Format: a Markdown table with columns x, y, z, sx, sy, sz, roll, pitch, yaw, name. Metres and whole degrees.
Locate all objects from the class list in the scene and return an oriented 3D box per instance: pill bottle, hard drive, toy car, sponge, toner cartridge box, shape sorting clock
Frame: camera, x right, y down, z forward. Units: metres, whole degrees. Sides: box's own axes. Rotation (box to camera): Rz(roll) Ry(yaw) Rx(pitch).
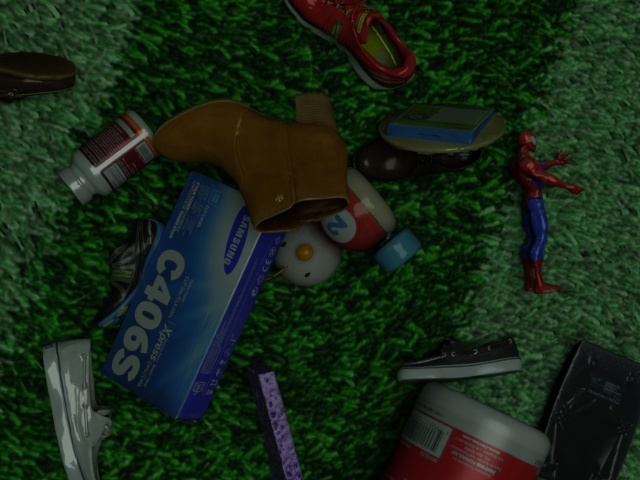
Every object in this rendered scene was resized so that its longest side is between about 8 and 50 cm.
| x | y | z | sx | sy | sz | roll | pitch | yaw | name |
| --- | --- | --- | --- | --- | --- | --- | --- | --- | --- |
| -0.328 | -0.126 | 1.461 | 0.152 | 0.086 | 0.086 | -39 | 99 | -11 | pill bottle |
| 0.480 | 0.320 | 1.688 | 0.172 | 0.054 | 0.255 | 22 | 85 | -13 | hard drive |
| 0.000 | 0.000 | 1.499 | 0.238 | 0.210 | 0.219 | -40 | 89 | 2 | toy car |
| -0.072 | 0.305 | 1.515 | 0.031 | 0.117 | 0.210 | -14 | 94 | -15 | sponge |
| -0.191 | 0.083 | 1.445 | 0.165 | 0.075 | 0.348 | 24 | 90 | 27 | toner cartridge box |
| 0.190 | 0.456 | 1.526 | 0.229 | 0.229 | 0.408 | 27 | 85 | -13 | pill bottle |
| 0.198 | -0.183 | 1.542 | 0.206 | 0.206 | 0.040 | -9 | 115 | -14 | shape sorting clock |

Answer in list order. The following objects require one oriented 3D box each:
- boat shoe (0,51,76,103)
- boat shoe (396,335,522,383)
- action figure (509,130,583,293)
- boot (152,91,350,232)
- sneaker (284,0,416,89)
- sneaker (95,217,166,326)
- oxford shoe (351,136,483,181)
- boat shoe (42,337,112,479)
| x | y | z | sx | sy | sz | roll | pitch | yaw | name |
| --- | --- | --- | --- | --- | --- | --- | --- | --- | --- |
| -0.479 | -0.246 | 1.436 | 0.207 | 0.073 | 0.073 | 3 | 127 | -11 | boat shoe |
| 0.237 | 0.200 | 1.617 | 0.228 | 0.080 | 0.076 | -5 | 74 | -11 | boat shoe |
| 0.408 | -0.058 | 1.648 | 0.139 | 0.091 | 0.280 | -11 | 94 | -7 | action figure |
| -0.107 | -0.102 | 1.366 | 0.295 | 0.104 | 0.211 | -10 | 56 | 9 | boot |
| 0.055 | -0.364 | 1.539 | 0.279 | 0.118 | 0.107 | 40 | 81 | -11 | sneaker |
| -0.305 | 0.051 | 1.488 | 0.078 | 0.067 | 0.188 | 25 | 86 | 8 | sneaker |
| 0.165 | -0.146 | 1.583 | 0.227 | 0.096 | 0.083 | -10 | 95 | -12 | oxford shoe |
| -0.363 | 0.279 | 1.452 | 0.084 | 0.095 | 0.258 | -12 | 95 | -10 | boat shoe |
